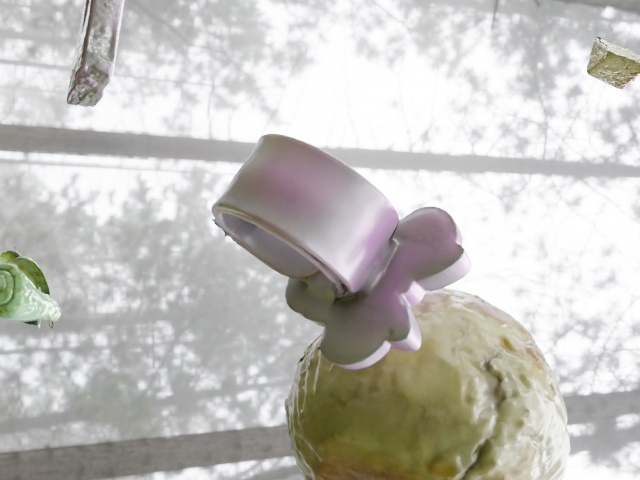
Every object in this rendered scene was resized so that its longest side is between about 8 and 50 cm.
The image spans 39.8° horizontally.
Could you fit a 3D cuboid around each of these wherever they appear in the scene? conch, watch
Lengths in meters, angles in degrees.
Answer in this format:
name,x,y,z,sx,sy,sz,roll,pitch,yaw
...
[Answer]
name,x,y,z,sx,sy,sz,roll,pitch,yaw
conch,-0.423,0.069,1.267,0.170,0.079,0.106,61,25,-70
watch,0.000,0.000,0.979,0.248,0.217,0.211,19,-109,51

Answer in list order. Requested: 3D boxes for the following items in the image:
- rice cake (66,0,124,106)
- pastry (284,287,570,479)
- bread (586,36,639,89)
name,x,y,z,sx,sy,sz,roll,pitch,yaw
rice cake,-0.312,-0.345,1.277,0.106,0.050,0.298,149,-50,-60
pastry,0.149,0.233,1.197,0.389,0.388,0.313,-56,-175,44
bread,0.497,-0.312,1.469,0.109,0.084,0.080,125,-15,-78
